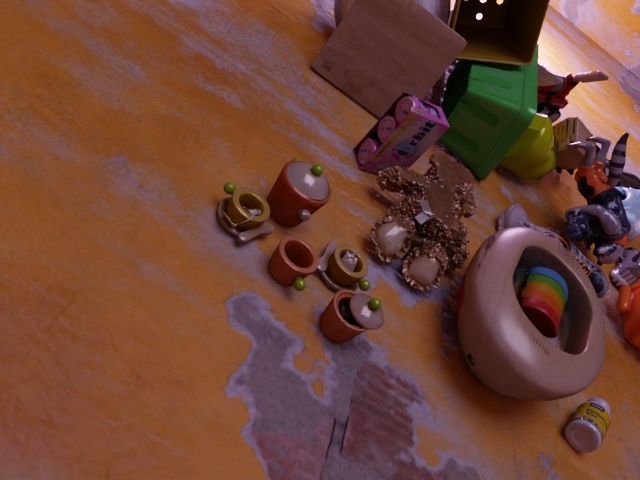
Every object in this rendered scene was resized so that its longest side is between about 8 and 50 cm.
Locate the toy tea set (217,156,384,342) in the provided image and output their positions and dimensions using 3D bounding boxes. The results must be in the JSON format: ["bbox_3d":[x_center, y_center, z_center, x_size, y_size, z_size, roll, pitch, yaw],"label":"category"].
[{"bbox_3d":[0.000,0.000,1.056,0.336,0.124,0.200,49,38,7],"label":"toy tea set"}]

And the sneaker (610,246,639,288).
[{"bbox_3d":[0.884,0.054,1.771,0.086,0.132,0.228,47,39,5],"label":"sneaker"}]

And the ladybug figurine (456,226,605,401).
[{"bbox_3d":[0.390,0.140,1.236,0.305,0.162,0.449,45,39,4],"label":"ladybug figurine"}]

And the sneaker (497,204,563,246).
[{"bbox_3d":[0.499,0.010,1.494,0.103,0.111,0.252,13,47,-32],"label":"sneaker"}]

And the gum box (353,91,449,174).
[{"bbox_3d":[0.170,-0.217,1.355,0.107,0.188,0.062,12,48,-34],"label":"gum box"}]

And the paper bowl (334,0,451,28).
[{"bbox_3d":[0.174,-0.567,1.595,0.284,0.284,0.148,39,30,-6],"label":"paper bowl"}]

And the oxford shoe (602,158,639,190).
[{"bbox_3d":[0.983,-0.181,2.136,0.227,0.083,0.096,20,60,-24],"label":"oxford shoe"}]

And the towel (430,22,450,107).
[{"bbox_3d":[0.331,-0.470,1.742,0.029,0.197,0.144,11,39,11],"label":"towel"}]

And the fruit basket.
[{"bbox_3d":[0.505,-0.319,1.698,0.392,0.283,0.392,13,49,-16],"label":"fruit basket"}]

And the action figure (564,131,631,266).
[{"bbox_3d":[0.706,-0.093,1.633,0.341,0.178,0.330,-24,104,-64],"label":"action figure"}]

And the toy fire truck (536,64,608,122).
[{"bbox_3d":[0.769,-0.503,2.097,0.217,0.246,0.158,6,50,-38],"label":"toy fire truck"}]

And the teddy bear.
[{"bbox_3d":[0.207,-0.038,1.308,0.245,0.113,0.338,25,49,-11],"label":"teddy bear"}]

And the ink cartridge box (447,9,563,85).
[{"bbox_3d":[0.531,-0.581,1.937,0.308,0.091,0.385,30,4,-17],"label":"ink cartridge box"}]

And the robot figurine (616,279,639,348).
[{"bbox_3d":[0.813,0.183,1.593,0.158,0.128,0.219,5,32,22],"label":"robot figurine"}]

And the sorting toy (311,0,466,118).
[{"bbox_3d":[0.157,-0.442,1.515,0.257,0.255,0.089,34,24,-11],"label":"sorting toy"}]

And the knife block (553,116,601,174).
[{"bbox_3d":[0.752,-0.260,1.864,0.242,0.275,0.088,6,82,-9],"label":"knife block"}]

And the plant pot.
[{"bbox_3d":[0.420,-0.574,1.597,0.212,0.212,0.187,5,33,-4],"label":"plant pot"}]

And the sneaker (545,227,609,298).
[{"bbox_3d":[0.597,0.055,1.549,0.215,0.084,0.083,47,13,21],"label":"sneaker"}]

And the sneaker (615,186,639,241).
[{"bbox_3d":[0.962,-0.122,2.003,0.150,0.135,0.366,52,38,6],"label":"sneaker"}]

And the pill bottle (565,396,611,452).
[{"bbox_3d":[0.513,0.346,1.231,0.065,0.065,0.116,52,38,11],"label":"pill bottle"}]
